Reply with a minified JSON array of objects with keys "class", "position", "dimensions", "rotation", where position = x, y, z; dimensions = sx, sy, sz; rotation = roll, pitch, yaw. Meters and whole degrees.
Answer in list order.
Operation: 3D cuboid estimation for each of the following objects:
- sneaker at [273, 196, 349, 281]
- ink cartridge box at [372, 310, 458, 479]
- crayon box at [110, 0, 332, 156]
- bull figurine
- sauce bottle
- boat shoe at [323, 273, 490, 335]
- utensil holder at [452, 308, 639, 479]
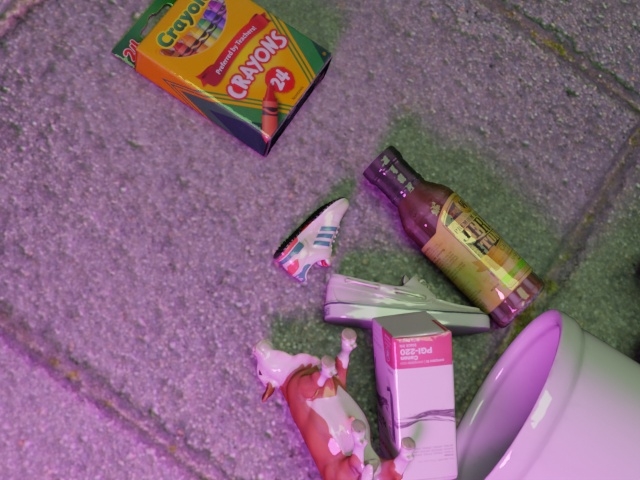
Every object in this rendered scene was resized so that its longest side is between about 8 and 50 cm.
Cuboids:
[{"class":"sneaker","position":[0.000,0.000,1.670],"dimensions":[0.161,0.057,0.075],"rotation":[-44,101,-23]},{"class":"ink cartridge box","position":[0.137,0.227,1.512],"dimensions":[0.092,0.158,0.218],"rotation":[-6,97,-7]},{"class":"crayon box","position":[-0.167,-0.312,1.727],"dimensions":[0.318,0.081,0.202],"rotation":[33,68,2]},{"class":"bull figurine","position":[0.014,0.246,1.488],"dimensions":[0.101,0.188,0.310],"rotation":[-17,63,-34]},{"class":"sauce bottle","position":[0.211,-0.012,1.680],"dimensions":[0.344,0.111,0.111],"rotation":[45,68,5]},{"class":"boat shoe","position":[0.139,0.099,1.639],"dimensions":[0.267,0.096,0.088],"rotation":[5,74,-1]},{"class":"utensil holder","position":[0.419,0.335,1.489],"dimensions":[0.385,0.327,0.328],"rotation":[31,67,-3]}]
